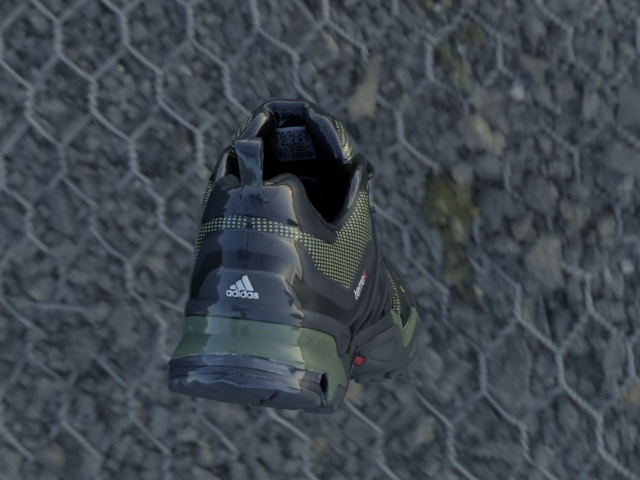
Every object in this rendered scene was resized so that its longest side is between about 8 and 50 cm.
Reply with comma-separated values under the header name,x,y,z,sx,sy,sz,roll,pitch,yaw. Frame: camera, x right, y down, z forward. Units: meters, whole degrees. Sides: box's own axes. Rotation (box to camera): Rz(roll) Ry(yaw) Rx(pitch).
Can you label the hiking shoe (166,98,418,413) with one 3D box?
name,x,y,z,sx,sy,sz,roll,pitch,yaw
hiking shoe,0.000,0.000,0.768,0.086,0.227,0.114,9,97,7
